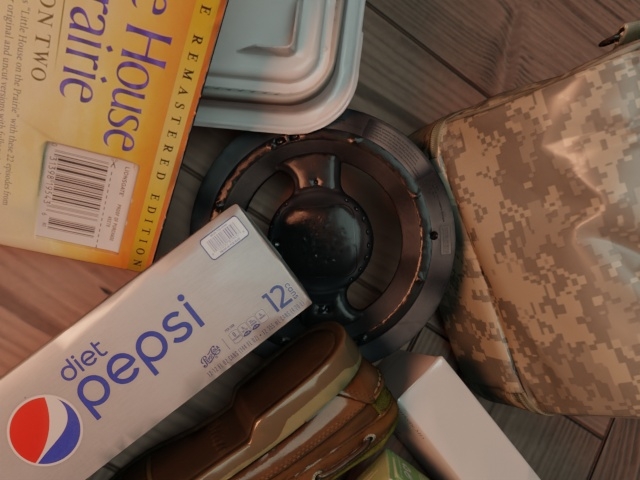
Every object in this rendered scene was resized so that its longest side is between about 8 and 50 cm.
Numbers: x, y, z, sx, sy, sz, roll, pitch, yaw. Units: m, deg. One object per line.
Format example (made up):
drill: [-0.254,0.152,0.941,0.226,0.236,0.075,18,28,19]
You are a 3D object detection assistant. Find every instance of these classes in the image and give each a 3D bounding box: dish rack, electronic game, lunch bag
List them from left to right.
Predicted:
dish rack: [-0.099,-0.263,0.519,0.286,0.072,0.332,6,84,5]
electronic game: [0.000,0.000,0.558,0.229,0.048,0.229,0,94,6]
lunch bag: [0.233,0.000,0.563,0.213,0.256,0.305,-18,90,-20]

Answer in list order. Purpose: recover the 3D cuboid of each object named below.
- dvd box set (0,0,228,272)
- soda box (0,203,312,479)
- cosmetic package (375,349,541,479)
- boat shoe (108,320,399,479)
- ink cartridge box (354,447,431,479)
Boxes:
dvd box set: [-0.282,-0.145,0.404,0.421,0.307,0.062,13,37,-17]
soda box: [-0.148,0.092,0.476,0.286,0.098,0.091,-37,97,-4]
cosmetic package: [0.140,0.209,0.591,0.060,0.099,0.239,-41,97,-19]
boat shoe: [-0.074,0.197,0.495,0.307,0.110,0.104,-36,108,0]
ink cartridge box: [0.092,0.311,0.540,0.235,0.056,0.171,38,100,-6]
